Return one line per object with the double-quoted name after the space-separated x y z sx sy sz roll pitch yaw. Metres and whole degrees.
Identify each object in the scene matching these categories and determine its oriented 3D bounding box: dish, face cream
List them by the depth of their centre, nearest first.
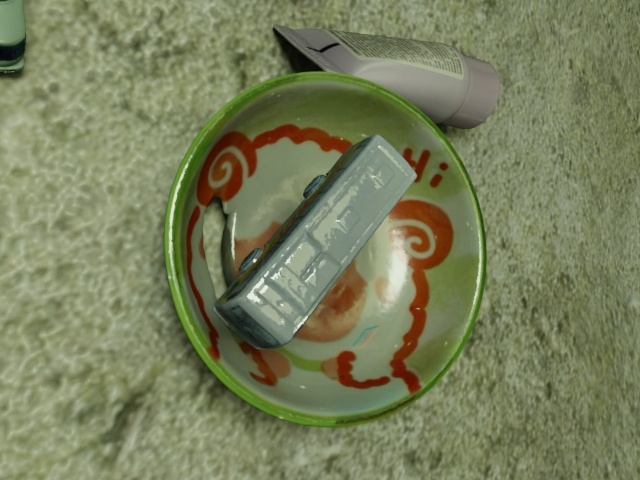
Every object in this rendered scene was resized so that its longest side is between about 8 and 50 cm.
0.001 0.010 0.534 0.324 0.124 0.324 3 83 -24 "dish"
0.090 -0.197 0.626 0.273 0.096 0.154 4 37 -33 "face cream"

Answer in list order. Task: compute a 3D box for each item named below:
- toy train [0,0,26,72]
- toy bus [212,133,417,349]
-0.281 -0.244 0.445 0.043 0.047 0.208 -7 84 -37 "toy train"
0.000 0.000 0.425 0.064 0.075 0.190 44 68 -15 "toy bus"
